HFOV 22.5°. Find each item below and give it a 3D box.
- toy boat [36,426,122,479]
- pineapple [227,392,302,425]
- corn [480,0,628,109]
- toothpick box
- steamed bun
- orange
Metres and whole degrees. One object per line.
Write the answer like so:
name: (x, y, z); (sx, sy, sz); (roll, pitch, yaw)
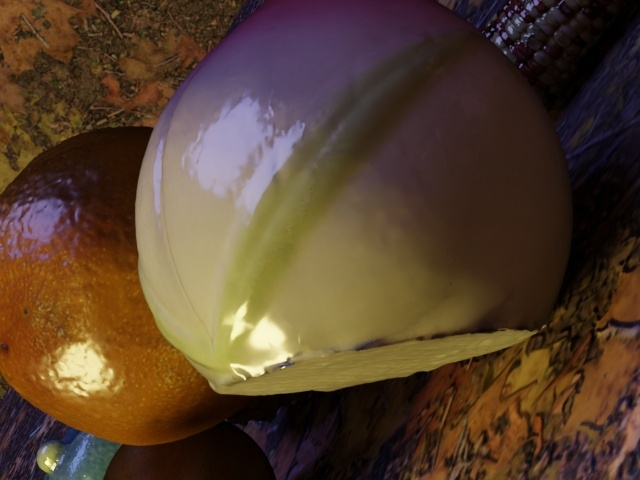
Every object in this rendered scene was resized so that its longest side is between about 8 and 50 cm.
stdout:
toy boat: (-0.278, 0.225, 2.033); (0.215, 0.123, 0.330); (-49, 17, 35)
pineapple: (0.000, 0.000, 1.470); (0.361, 0.175, 0.175); (-47, 14, 0)
corn: (0.176, -0.161, 1.271); (0.253, 0.086, 0.086); (-51, 16, 25)
toothpick box: (-0.109, 0.251, 1.264); (0.192, 0.192, 0.294); (-57, 8, 13)
steamed bun: (0.016, -0.052, 1.085); (0.309, 0.309, 0.309); (-55, 15, 22)
orange: (-0.139, 0.034, 1.277); (0.264, 0.264, 0.264); (-55, 15, 22)
